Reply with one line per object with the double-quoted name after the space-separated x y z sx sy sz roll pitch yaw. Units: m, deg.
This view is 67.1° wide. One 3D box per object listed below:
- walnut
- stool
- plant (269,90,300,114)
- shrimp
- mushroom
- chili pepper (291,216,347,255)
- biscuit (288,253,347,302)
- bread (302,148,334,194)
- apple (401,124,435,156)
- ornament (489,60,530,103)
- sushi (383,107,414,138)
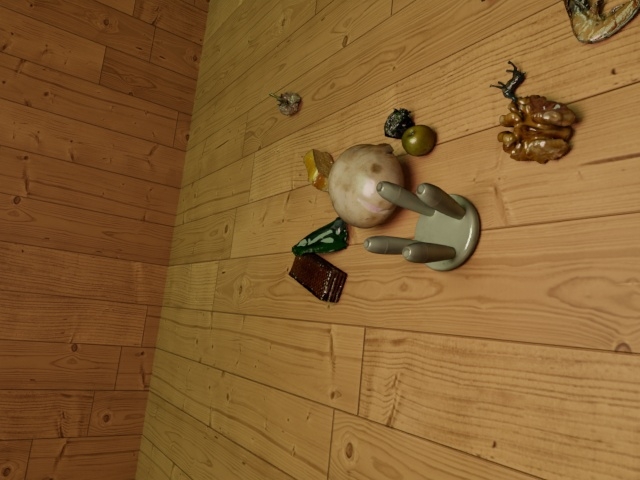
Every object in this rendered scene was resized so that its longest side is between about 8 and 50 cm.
0.445 -0.237 1.023 0.170 0.069 0.142 25 114 56 "walnut"
0.243 -0.036 1.147 0.195 0.199 0.195 14 90 55 "stool"
-0.147 -0.572 1.965 0.104 0.122 0.116 -64 27 0 "plant"
0.565 -0.498 0.964 0.148 0.035 0.195 -33 61 50 "shrimp"
0.134 -0.156 1.356 0.255 0.184 0.254 -25 58 47 "mushroom"
0.002 0.001 1.565 0.216 0.062 0.108 -27 54 22 "chili pepper"
-0.014 0.109 1.589 0.252 0.070 0.106 32 105 55 "biscuit"
0.005 -0.237 1.644 0.065 0.103 0.187 -45 41 36 "bread"
0.264 -0.271 1.302 0.090 0.074 0.089 -26 45 29 "apple"
0.446 -0.351 1.103 0.073 0.028 0.125 -54 38 31 "ornament"
0.227 -0.337 1.397 0.083 0.056 0.084 28 104 63 "sushi"
